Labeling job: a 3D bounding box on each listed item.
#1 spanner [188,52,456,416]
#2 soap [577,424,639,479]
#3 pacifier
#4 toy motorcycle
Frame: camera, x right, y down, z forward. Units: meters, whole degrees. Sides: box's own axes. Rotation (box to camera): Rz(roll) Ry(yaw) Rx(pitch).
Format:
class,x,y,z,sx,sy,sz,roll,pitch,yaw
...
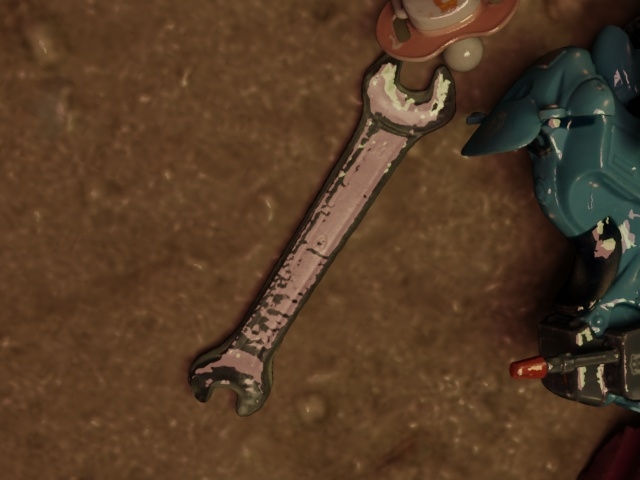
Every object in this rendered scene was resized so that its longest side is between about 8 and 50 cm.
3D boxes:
class,x,y,z,sx,sy,sz,roll,pitch,yaw
spanner,0.000,0.000,0.846,0.071,0.017,0.302,29,102,-10
soap,0.241,0.256,0.849,0.112,0.182,0.289,25,98,-11
pacifier,0.088,-0.147,0.791,0.099,0.081,0.078,-21,139,12
toy motorcycle,0.185,-0.014,0.792,0.182,0.123,0.272,-5,95,-20
